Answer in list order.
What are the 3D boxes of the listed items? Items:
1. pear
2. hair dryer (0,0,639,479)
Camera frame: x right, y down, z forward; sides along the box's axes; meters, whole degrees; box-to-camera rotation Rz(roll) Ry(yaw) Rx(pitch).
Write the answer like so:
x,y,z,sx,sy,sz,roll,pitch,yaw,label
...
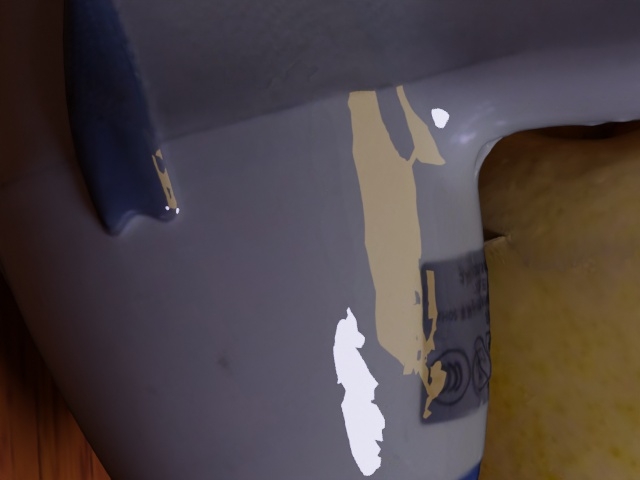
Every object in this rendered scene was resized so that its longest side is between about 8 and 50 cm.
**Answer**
x,y,z,sx,sy,sz,roll,pitch,yaw,label
0.163,0.039,0.777,0.309,0.309,0.309,-4,90,-75,pear
0.017,-0.105,0.387,0.296,0.298,0.119,55,17,7,hair dryer
